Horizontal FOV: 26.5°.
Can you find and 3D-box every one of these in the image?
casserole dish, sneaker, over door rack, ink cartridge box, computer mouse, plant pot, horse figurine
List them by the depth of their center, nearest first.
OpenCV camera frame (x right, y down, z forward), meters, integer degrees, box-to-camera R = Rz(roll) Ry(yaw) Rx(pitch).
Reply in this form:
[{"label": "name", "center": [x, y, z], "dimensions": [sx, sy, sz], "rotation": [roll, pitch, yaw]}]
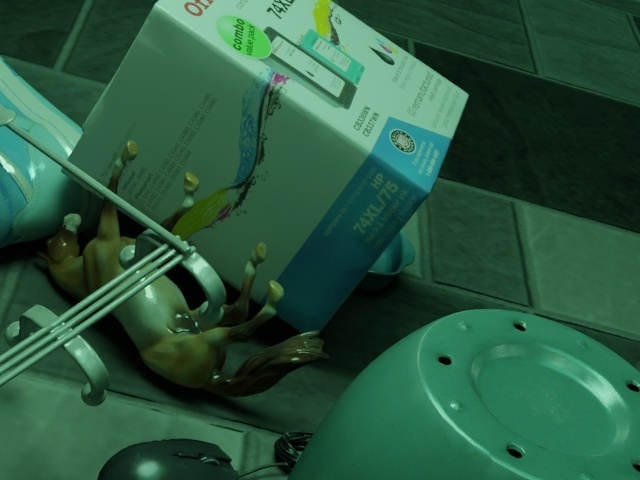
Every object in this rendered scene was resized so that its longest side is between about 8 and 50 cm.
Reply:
[{"label": "plant pot", "center": [0.113, 0.190, 0.924], "dimensions": [0.293, 0.235, 0.293], "rotation": [14, 31, -8]}, {"label": "over door rack", "center": [-0.260, 0.020, 1.027], "dimensions": [0.239, 0.108, 0.324], "rotation": [-35, 59, -26]}, {"label": "computer mouse", "center": [-0.057, 0.171, 1.047], "dimensions": [0.242, 0.041, 0.071], "rotation": [-5, 38, -36]}, {"label": "horse figurine", "center": [-0.122, 0.043, 1.126], "dimensions": [0.263, 0.174, 0.066], "rotation": [43, 29, 11]}, {"label": "ink cartridge box", "center": [-0.046, -0.096, 1.205], "dimensions": [0.270, 0.197, 0.198], "rotation": [33, 34, -5]}, {"label": "sneaker", "center": [-0.363, -0.098, 1.221], "dimensions": [0.319, 0.127, 0.208], "rotation": [33, 32, 23]}, {"label": "casserole dish", "center": [0.000, 0.000, 1.355], "dimensions": [0.188, 0.037, 0.114], "rotation": [18, 31, -5]}]
